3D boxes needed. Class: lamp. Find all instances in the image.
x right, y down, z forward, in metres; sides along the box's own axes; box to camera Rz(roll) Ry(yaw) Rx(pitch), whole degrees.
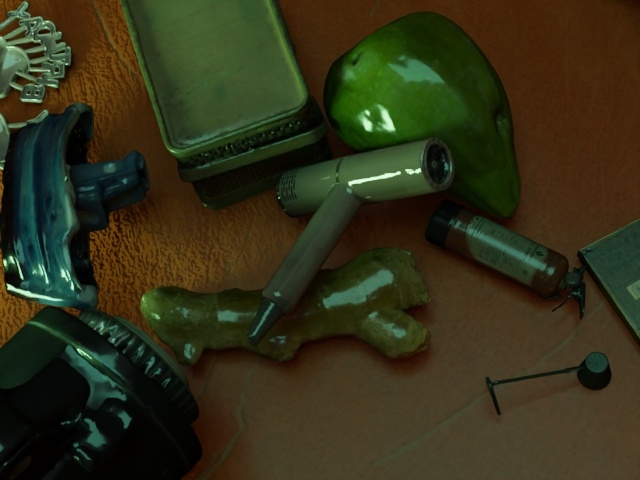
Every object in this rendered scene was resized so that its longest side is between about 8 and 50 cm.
[{"bbox_3d":[-0.242,0.199,0.924,0.205,0.374,0.272,40,46,10],"label":"lamp"},{"bbox_3d":[0.217,0.129,0.971,0.121,0.054,0.041,-14,65,3],"label":"lamp"}]

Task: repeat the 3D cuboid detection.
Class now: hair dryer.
[{"bbox_3d":[0.008,0.001,0.968,0.195,0.053,0.220,-10,40,42],"label":"hair dryer"}]

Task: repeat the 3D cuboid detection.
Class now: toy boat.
[{"bbox_3d":[-0.250,-0.043,1.070,0.142,0.129,0.309,-10,45,-3],"label":"toy boat"}]

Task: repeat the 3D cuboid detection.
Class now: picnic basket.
[{"bbox_3d":[-0.101,-0.181,1.115,0.165,0.139,0.266,-21,65,1],"label":"picnic basket"}]

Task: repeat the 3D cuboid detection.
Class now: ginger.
[{"bbox_3d":[-0.037,0.069,1.038,0.299,0.065,0.118,-5,60,11],"label":"ginger"}]

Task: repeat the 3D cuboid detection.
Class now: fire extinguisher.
[{"bbox_3d":[0.191,0.019,1.027,0.177,0.050,0.062,28,63,21],"label":"fire extinguisher"}]

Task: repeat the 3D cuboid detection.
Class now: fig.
[{"bbox_3d":[0.110,-0.137,1.043,0.167,0.167,0.233,-41,51,-9],"label":"fig"}]

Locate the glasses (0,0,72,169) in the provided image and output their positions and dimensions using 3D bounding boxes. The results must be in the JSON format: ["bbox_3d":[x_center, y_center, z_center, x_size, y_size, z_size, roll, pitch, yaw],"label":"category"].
[{"bbox_3d":[-0.374,-0.180,1.190,0.162,0.095,0.255,1,68,-8],"label":"glasses"}]

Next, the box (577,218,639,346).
[{"bbox_3d":[0.326,0.045,1.007,0.090,0.023,0.133,-30,65,-2],"label":"box"}]
